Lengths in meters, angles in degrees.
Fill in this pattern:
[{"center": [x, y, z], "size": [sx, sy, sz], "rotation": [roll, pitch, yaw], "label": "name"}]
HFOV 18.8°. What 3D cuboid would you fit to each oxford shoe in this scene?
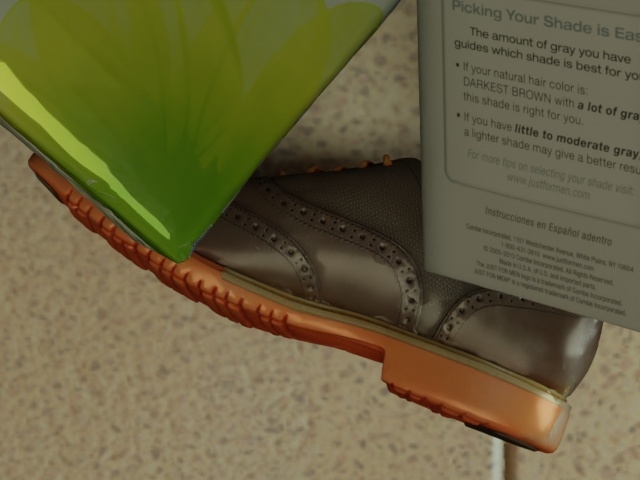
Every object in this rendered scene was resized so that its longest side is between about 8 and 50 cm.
[{"center": [0.000, 0.000, 1.187], "size": [0.364, 0.130, 0.132], "rotation": [25, 85, 0], "label": "oxford shoe"}]

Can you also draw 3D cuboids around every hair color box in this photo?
[{"center": [0.151, -0.152, 1.001], "size": [0.185, 0.114, 0.374], "rotation": [16, 118, 41], "label": "hair color box"}]

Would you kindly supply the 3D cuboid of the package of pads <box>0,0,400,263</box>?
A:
[{"center": [-0.118, -0.167, 1.052], "size": [0.296, 0.101, 0.229], "rotation": [43, 82, -16], "label": "package of pads"}]
